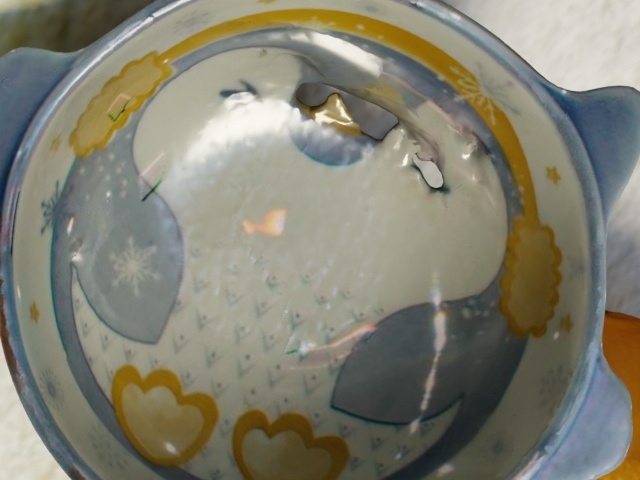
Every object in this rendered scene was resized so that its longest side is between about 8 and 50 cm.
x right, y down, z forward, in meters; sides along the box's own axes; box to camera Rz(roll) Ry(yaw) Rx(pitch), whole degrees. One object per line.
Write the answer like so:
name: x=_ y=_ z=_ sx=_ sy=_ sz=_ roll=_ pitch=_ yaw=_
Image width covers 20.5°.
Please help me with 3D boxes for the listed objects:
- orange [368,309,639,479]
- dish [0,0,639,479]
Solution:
orange: x=0.086 y=0.164 z=0.738 sx=0.283 sy=0.226 sz=0.284 roll=-23 pitch=135 yaw=-26
dish: x=0.000 y=0.000 z=0.621 sx=0.228 sy=0.086 sz=0.236 roll=-38 pitch=100 yaw=-2
